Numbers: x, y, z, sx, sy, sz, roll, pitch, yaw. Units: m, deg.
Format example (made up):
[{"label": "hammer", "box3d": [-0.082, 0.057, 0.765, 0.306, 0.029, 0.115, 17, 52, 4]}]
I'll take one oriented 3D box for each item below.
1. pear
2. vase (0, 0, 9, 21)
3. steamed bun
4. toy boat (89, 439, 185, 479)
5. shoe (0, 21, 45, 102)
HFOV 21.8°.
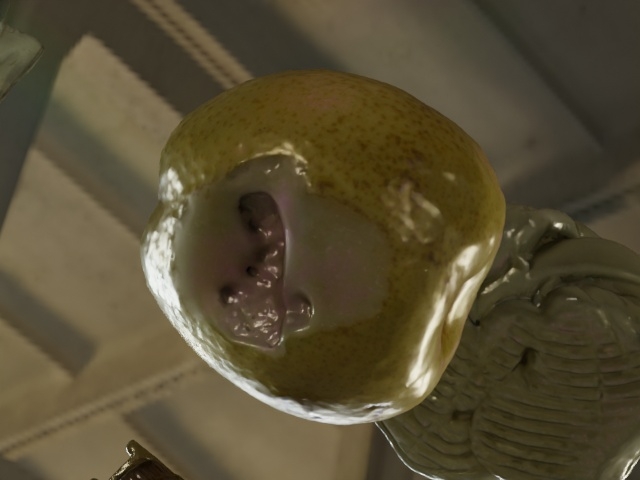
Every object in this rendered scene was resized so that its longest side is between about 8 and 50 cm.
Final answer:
[{"label": "pear", "box3d": [0.000, 0.000, 1.227, 0.271, 0.271, 0.271, 6, -40, 5]}, {"label": "vase", "box3d": [-0.319, -0.251, 1.059, 0.143, 0.143, 0.299, -15, -61, 26]}, {"label": "steamed bun", "box3d": [0.192, 0.097, 1.546, 0.320, 0.206, 0.275, 23, -65, 8]}, {"label": "toy boat", "box3d": [-0.092, 0.239, 1.259, 0.226, 0.068, 0.088, 40, -10, 26]}, {"label": "shoe", "box3d": [-0.426, -0.186, 1.822, 0.124, 0.316, 0.159, -38, -78, 28]}]
